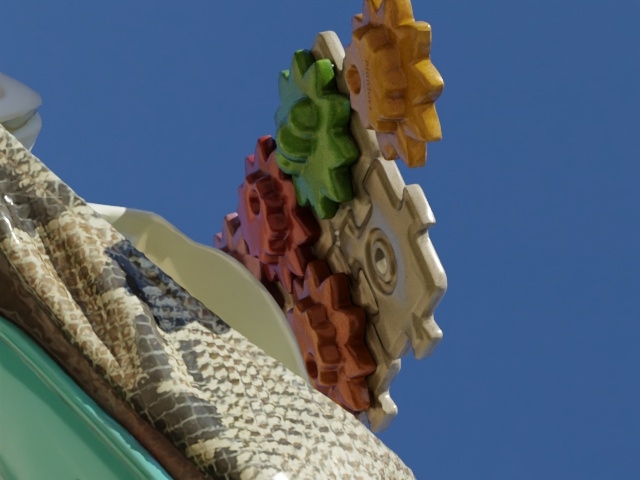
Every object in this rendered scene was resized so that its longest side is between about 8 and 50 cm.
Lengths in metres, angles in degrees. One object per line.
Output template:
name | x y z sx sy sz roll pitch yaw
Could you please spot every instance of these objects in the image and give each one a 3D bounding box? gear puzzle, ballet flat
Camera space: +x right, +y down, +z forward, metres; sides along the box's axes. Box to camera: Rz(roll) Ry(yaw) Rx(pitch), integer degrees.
gear puzzle | 0.000 0.000 1.023 0.339 0.044 0.175 116 -43 -55
ballet flat | -0.148 0.016 0.963 0.483 0.182 0.164 40 -50 14
